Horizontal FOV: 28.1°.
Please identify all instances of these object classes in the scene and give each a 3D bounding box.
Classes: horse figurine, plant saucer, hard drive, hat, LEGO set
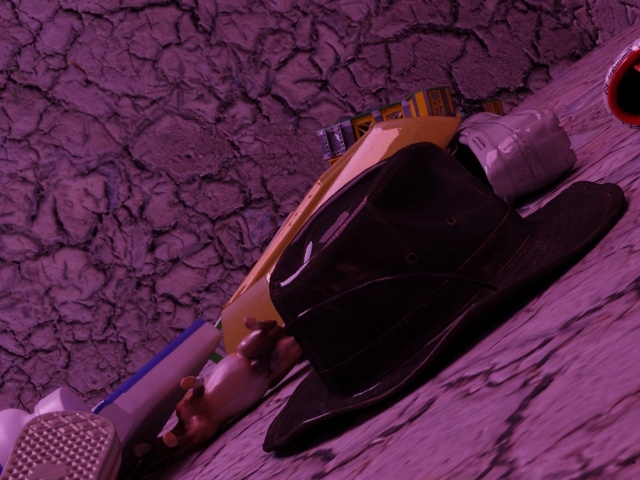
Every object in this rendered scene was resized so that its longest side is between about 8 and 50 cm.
[{"bbox_3d":[-0.085,0.134,1.287,0.263,0.066,0.174,-45,-11,-12],"label":"horse figurine"},{"bbox_3d":[0.000,0.000,1.537,0.333,0.081,0.333,-55,7,-21],"label":"plant saucer"},{"bbox_3d":[-0.214,0.211,1.376,0.210,0.040,0.318,-56,-3,15],"label":"hard drive"},{"bbox_3d":[0.056,0.012,0.969,0.331,0.134,0.331,-36,1,1],"label":"hat"},{"bbox_3d":[0.155,-0.092,1.863,0.255,0.192,0.331,-16,-6,18],"label":"LEGO set"}]

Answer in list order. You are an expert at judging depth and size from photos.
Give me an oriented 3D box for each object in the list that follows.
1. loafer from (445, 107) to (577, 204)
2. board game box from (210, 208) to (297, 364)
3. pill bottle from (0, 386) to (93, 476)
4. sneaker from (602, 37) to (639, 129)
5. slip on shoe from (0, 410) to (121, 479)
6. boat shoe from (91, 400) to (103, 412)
[{"bbox_3d":[0.182,-0.085,1.459,0.111,0.112,0.319,-28,1,-11],"label":"loafer"},{"bbox_3d":[-0.071,0.062,1.930,0.242,0.064,0.316,-56,0,6],"label":"board game box"},{"bbox_3d":[-0.394,0.303,1.571,0.272,0.152,0.152,-36,2,2],"label":"pill bottle"},{"bbox_3d":[0.375,-0.199,1.171,0.270,0.090,0.145,-39,1,34],"label":"sneaker"},{"bbox_3d":[-0.225,0.243,0.982,0.123,0.101,0.331,6,18,2],"label":"slip on shoe"},{"bbox_3d":[-0.328,0.302,1.751,0.227,0.079,0.081,-40,11,5],"label":"boat shoe"}]
